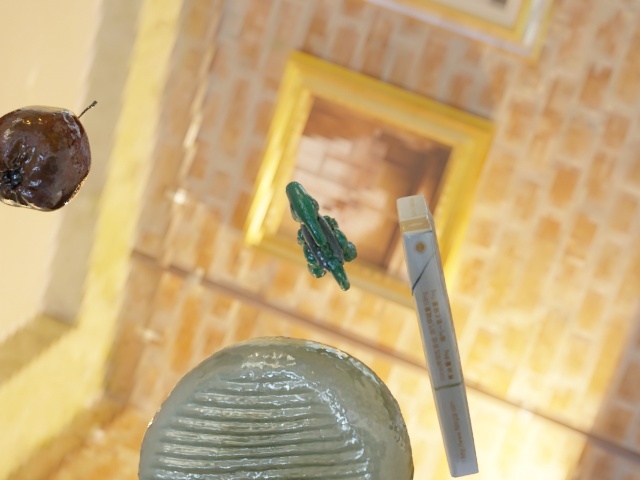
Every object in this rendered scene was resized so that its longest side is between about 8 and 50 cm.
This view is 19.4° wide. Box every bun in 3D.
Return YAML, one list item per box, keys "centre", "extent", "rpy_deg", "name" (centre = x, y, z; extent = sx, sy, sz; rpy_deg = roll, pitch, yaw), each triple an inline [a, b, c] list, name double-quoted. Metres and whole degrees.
- centre: [-0.028, 0.171, 1.396]
  extent: [0.127, 0.222, 0.222]
  rpy_deg: [-29, -41, -68]
  name: "bun"

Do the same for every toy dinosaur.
- centre: [0.000, 0.000, 2.035]
  extent: [0.059, 0.132, 0.096]
  rpy_deg: [-29, -21, 2]
  name: "toy dinosaur"

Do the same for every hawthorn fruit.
- centre: [-0.167, -0.059, 1.146]
  extent: [0.103, 0.066, 0.067]
  rpy_deg: [-59, -16, -57]
  name: "hawthorn fruit"

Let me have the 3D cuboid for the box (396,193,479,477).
- centre: [0.101, 0.081, 1.615]
  extent: [0.122, 0.032, 0.220]
  rpy_deg: [-90, -11, -74]
  name: "box"
